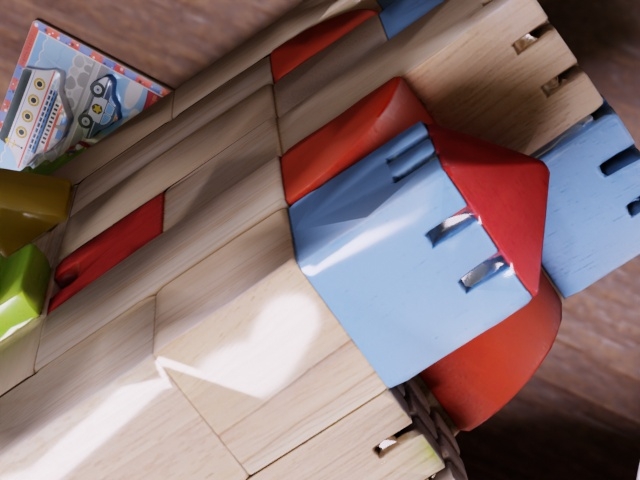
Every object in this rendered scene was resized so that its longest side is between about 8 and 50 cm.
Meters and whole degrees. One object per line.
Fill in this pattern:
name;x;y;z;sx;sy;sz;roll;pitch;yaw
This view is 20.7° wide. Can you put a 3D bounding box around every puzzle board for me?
puzzle board;-0.115;-0.027;0.826;0.096;0.011;0.128;28;114;5

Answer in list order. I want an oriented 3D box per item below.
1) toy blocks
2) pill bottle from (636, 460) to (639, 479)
toy blocks;0.000;0.000;0.626;0.261;0.381;0.190;-33;109;9
pill bottle;0.306;0.058;0.624;0.363;0.210;0.210;11;112;13
